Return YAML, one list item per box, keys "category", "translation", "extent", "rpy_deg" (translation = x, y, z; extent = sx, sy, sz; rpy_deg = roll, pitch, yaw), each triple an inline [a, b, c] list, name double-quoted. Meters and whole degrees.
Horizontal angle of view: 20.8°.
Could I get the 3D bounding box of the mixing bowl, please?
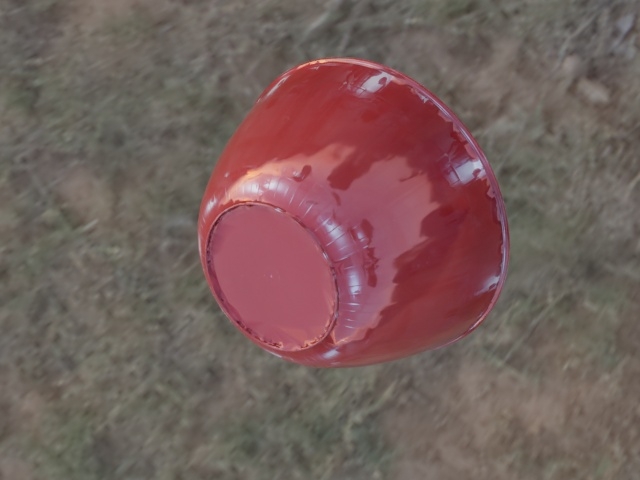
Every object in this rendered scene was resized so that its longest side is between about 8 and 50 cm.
- category: "mixing bowl"
  translation: [0.000, 0.000, 0.946]
  extent: [0.181, 0.098, 0.181]
  rpy_deg: [18, 123, 30]
